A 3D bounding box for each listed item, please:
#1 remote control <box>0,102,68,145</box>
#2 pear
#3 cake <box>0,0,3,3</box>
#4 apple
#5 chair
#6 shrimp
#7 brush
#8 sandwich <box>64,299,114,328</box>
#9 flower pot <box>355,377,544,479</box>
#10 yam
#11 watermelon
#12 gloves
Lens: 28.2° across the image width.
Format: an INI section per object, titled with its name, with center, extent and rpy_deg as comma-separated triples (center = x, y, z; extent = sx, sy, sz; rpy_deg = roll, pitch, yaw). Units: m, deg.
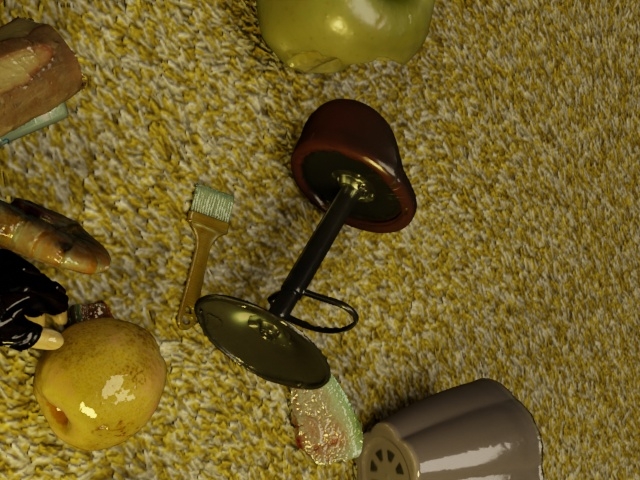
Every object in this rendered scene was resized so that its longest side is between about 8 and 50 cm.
[remote control]
center = -0.385, -0.165, 1.668
extent = 0.124, 0.018, 0.053
rpy_deg = -33, 111, -41
[pear]
center = -0.285, 0.183, 1.664
extent = 0.178, 0.178, 0.178
rpy_deg = 0, 90, -46
[cake]
center = -0.464, -0.382, 1.375
extent = 0.332, 0.321, 0.332
rpy_deg = -3, 94, -45
[apple]
center = 0.031, -0.367, 1.930
extent = 0.279, 0.279, 0.279
rpy_deg = 0, 90, -46
[chair]
center = 0.000, 0.000, 1.923
extent = 0.226, 0.226, 0.401
rpy_deg = 49, 56, -34
[shrimp]
center = -0.397, -0.034, 1.598
extent = 0.296, 0.169, 0.058
rpy_deg = 26, 100, -14
[brush]
center = -0.178, 0.027, 1.888
extent = 0.082, 0.010, 0.218
rpy_deg = 22, 75, -44
[sandwich]
center = -0.306, 0.119, 1.742
extent = 0.069, 0.026, 0.101
rpy_deg = -51, 123, -32
[flower pot]
center = 0.203, 0.371, 2.122
extent = 0.243, 0.265, 0.265
rpy_deg = -2, 91, -36
[yam]
center = -0.415, -0.185, 1.559
extent = 0.238, 0.129, 0.128
rpy_deg = -36, 96, -37
[watermelon]
center = -0.002, 0.268, 2.032
extent = 0.094, 0.081, 0.180
rpy_deg = -8, 79, -30
[gloves]
center = -0.391, 0.072, 1.579
extent = 0.203, 0.164, 0.124
rpy_deg = 9, 122, -54
